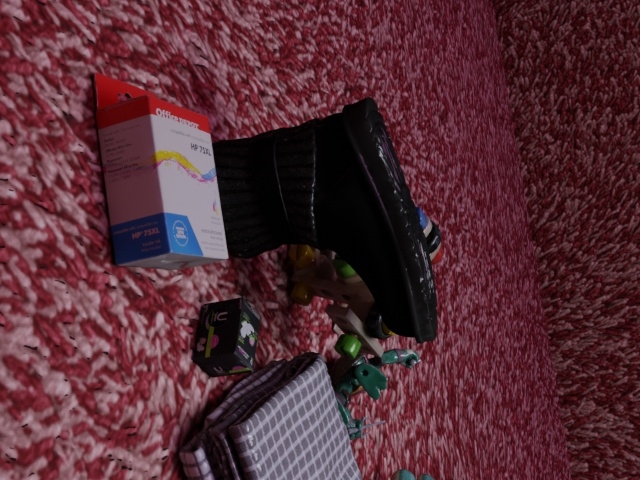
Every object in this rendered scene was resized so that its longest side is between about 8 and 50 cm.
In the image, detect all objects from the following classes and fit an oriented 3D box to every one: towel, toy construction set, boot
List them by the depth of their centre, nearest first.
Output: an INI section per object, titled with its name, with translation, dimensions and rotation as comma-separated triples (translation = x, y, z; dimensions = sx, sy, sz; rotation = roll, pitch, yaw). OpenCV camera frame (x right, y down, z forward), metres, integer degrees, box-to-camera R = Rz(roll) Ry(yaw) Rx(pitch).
[towel]
translation = -0.045, 0.294, 1.217
dimensions = 0.284, 0.121, 0.235
rotation = -35, 110, -66
[boot]
translation = 0.001, -0.001, 1.286
dimensions = 0.131, 0.260, 0.347
rotation = -18, 90, -74
[toy construction set]
translation = 0.041, 0.080, 1.479
dimensions = 0.309, 0.258, 0.237
rotation = 82, 25, -65

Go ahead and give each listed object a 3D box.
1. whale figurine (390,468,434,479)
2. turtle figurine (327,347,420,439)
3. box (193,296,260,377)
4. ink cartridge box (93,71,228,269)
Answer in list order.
[whale figurine]
translation = 0.182, 0.490, 1.621
dimensions = 0.272, 0.141, 0.216
rotation = -19, 96, -68
[turtle figurine]
translation = 0.067, 0.233, 1.526
dimensions = 0.175, 0.118, 0.234
rotation = -59, 169, 5
[box]
translation = -0.118, 0.123, 1.206
dimensions = 0.052, 0.062, 0.083
rotation = 56, 31, -45
[ink cartridge box]
translation = -0.188, -0.086, 1.126
dimensions = 0.134, 0.078, 0.231
rotation = 9, 70, -66
